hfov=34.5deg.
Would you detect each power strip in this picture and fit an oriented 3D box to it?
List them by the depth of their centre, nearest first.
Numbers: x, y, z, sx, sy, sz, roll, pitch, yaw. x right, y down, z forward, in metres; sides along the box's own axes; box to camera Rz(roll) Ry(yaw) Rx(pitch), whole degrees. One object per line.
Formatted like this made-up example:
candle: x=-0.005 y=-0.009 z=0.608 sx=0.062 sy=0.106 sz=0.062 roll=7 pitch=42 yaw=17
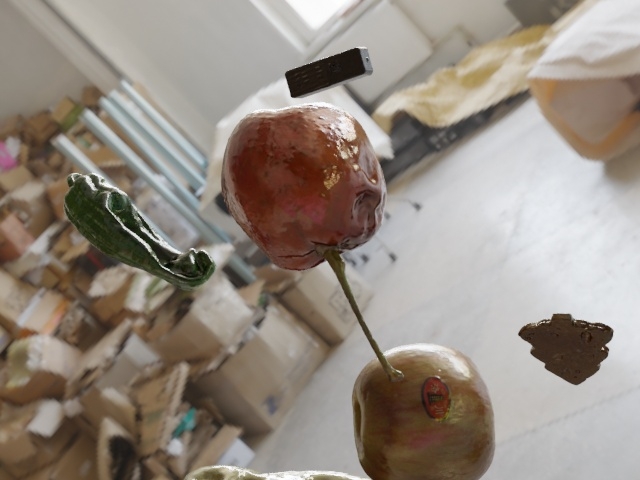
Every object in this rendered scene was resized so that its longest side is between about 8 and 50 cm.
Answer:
power strip: x=0.010 y=-0.207 z=1.270 sx=0.111 sy=0.038 sz=0.029 roll=-15 pitch=2 yaw=27

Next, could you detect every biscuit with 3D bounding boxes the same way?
biscuit: x=0.318 y=0.139 z=1.323 sx=0.119 sy=0.130 sz=0.019 roll=0 pitch=44 yaw=23

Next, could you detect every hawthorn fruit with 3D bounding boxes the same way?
hawthorn fruit: x=0.000 y=0.000 z=0.952 sx=0.165 sy=0.165 sz=0.285 roll=-38 pitch=52 yaw=29

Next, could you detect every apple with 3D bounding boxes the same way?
apple: x=0.140 y=0.246 z=1.415 sx=0.188 sy=0.211 sz=0.211 roll=-8 pitch=13 yaw=-4

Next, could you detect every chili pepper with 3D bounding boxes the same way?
chili pepper: x=-0.254 y=-0.012 z=1.381 sx=0.100 sy=0.257 sz=0.074 roll=-43 pitch=-14 yaw=-43

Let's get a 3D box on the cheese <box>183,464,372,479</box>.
cheese: x=-0.041 y=0.437 z=1.467 sx=0.328 sy=0.351 sz=0.129 roll=-95 pitch=13 yaw=-80
